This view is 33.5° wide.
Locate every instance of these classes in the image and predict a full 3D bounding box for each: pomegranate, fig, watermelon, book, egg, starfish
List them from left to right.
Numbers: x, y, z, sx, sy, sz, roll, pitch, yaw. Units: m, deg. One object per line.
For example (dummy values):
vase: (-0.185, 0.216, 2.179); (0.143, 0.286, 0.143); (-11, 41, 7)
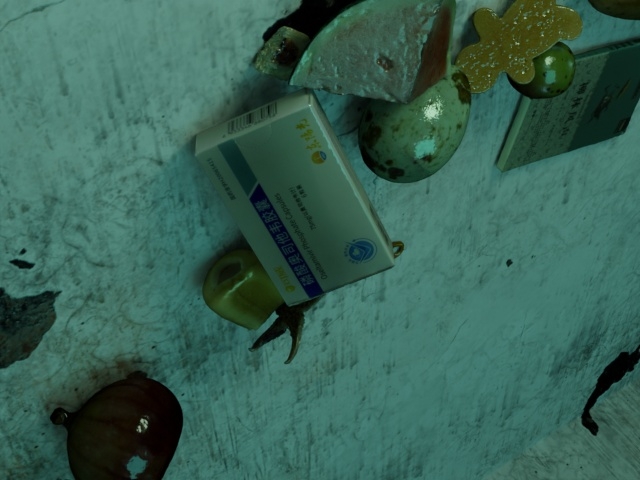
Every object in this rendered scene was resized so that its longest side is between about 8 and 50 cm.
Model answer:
fig: (-0.352, 0.353, 1.897); (0.235, 0.214, 0.235); (-41, 141, -45)
starfish: (-0.045, 0.131, 1.933); (0.213, 0.238, 0.057); (-36, 111, 20)
watermelon: (0.107, -0.294, 1.632); (0.256, 0.176, 0.260); (-23, -169, 24)
egg: (0.163, -0.202, 1.796); (0.231, 0.169, 0.169); (-50, 147, -4)
pomegranate: (0.394, -0.335, 1.931); (0.129, 0.129, 0.159); (-16, 96, -33)
book: (0.541, -0.287, 2.197); (0.379, 0.031, 0.264); (-18, 141, -31)

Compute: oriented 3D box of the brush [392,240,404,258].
brush: (0.056, 0.030, 2.090); (0.314, 0.017, 0.090); (-5, 132, -43)

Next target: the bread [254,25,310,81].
bread: (-0.055, -0.281, 1.608); (0.070, 0.035, 0.083); (14, 116, -53)

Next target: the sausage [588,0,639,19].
sausage: (0.681, -0.493, 2.026); (0.501, 0.123, 0.136); (-15, 109, -34)

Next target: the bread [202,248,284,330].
bread: (-0.135, 0.082, 1.893); (0.134, 0.085, 0.173); (-44, 147, -1)

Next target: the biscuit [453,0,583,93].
biscuit: (0.329, -0.347, 1.846); (0.240, 0.035, 0.158); (-37, 103, 4)

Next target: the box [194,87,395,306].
box: (-0.034, -0.061, 1.692); (0.200, 0.065, 0.343); (-22, 126, 11)
